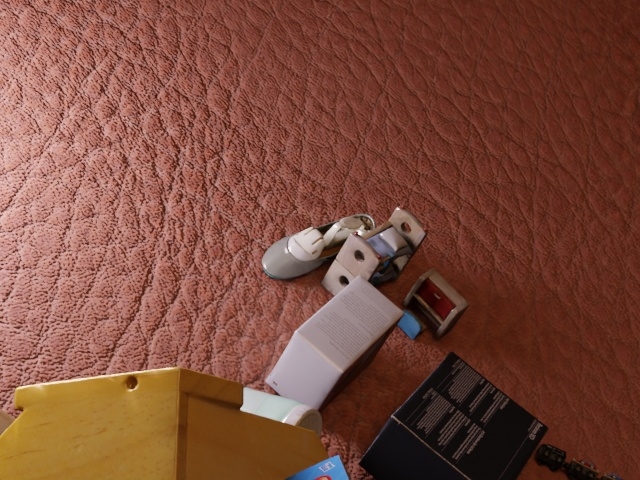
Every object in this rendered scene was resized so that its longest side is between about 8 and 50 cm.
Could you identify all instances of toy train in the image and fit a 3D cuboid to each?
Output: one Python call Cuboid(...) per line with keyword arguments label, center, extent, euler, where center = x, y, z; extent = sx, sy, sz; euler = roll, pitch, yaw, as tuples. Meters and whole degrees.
Cuboid(label="toy train", center=(0.399, 0.349, 2.048), extent=(0.158, 0.027, 0.036), euler=(26, 33, -3))

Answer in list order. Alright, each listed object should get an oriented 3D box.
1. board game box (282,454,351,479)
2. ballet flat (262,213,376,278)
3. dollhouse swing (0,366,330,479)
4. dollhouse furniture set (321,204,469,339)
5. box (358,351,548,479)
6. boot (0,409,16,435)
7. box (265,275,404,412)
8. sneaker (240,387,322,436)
Cuboid(label="board game box", center=(0.070, 0.444, 1.523), extent=(0.086, 0.308, 0.302), euler=(-26, 20, -2))
Cuboid(label="ballet flat", center=(0.000, 0.000, 2.128), extent=(0.213, 0.068, 0.072), euler=(-18, 60, -37))
Cuboid(label="dollhouse swing", center=(-0.182, 0.362, 1.624), extent=(0.315, 0.305, 0.347), euler=(-9, 69, 20))
Cuboid(label="dollhouse furniture set", center=(0.126, 0.065, 2.089), extent=(0.184, 0.129, 0.129), euler=(45, 46, 16))
Cuboid(label="box", center=(0.191, 0.287, 1.893), extent=(0.184, 0.103, 0.261), euler=(37, 26, 11))
Cuboid(label="boot", center=(-0.511, 0.278, 1.606), extent=(0.236, 0.089, 0.269), euler=(34, 43, -11))
Cuboid(label="box", center=(0.022, 0.155, 1.954), extent=(0.091, 0.130, 0.170), euler=(40, 45, 10))
Cuboid(label="sneaker", center=(-0.125, 0.306, 1.792), extent=(0.151, 0.094, 0.256), euler=(17, 55, 39))
